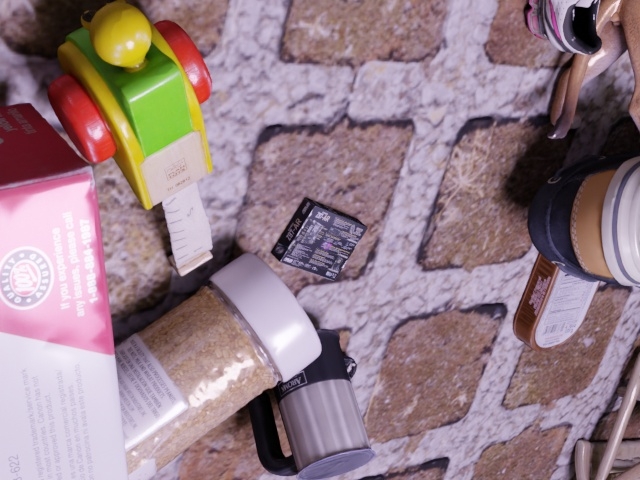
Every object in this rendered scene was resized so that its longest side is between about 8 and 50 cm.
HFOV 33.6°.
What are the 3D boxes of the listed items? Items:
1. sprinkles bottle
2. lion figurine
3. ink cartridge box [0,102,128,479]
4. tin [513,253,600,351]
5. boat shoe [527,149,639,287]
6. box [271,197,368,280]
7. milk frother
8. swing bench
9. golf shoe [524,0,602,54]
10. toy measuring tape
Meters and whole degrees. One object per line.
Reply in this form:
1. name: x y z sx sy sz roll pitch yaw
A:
1. sprinkles bottle: -0.172 0.156 0.958 0.355 0.121 0.121 -35 136 -12
2. lion figurine: 0.413 -0.233 1.134 0.392 0.142 0.240 -12 119 -28
3. ink cartridge box: -0.344 0.087 0.704 0.385 0.160 0.279 -14 122 -26
4. tin: 0.307 0.058 1.336 0.106 0.040 0.189 -10 126 -39
5. boat shoe: 0.419 -0.032 1.256 0.500 0.156 0.186 -5 96 -47
6. box: 0.000 0.000 1.056 0.083 0.018 0.067 20 106 -45
7. milk frother: 0.009 0.178 1.108 0.143 0.134 0.129 3 148 -37
8. swing bench: 0.540 0.317 1.626 0.253 0.165 0.254 8 120 -43
9. golf shoe: 0.239 -0.263 1.007 0.067 0.086 0.186 -32 134 -15
10. toy measuring tape: -0.142 -0.085 0.845 0.121 0.121 0.330 -34 158 -15
